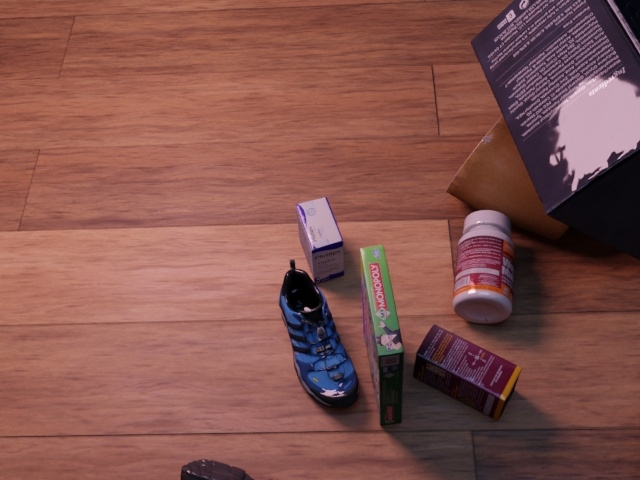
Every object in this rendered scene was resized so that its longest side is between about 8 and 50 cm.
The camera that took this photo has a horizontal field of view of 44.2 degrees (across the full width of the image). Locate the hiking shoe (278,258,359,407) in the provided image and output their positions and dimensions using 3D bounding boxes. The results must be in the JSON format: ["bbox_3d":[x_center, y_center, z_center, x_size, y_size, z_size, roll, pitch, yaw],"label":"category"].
[{"bbox_3d":[-0.016,0.193,1.572,0.113,0.132,0.304,-23,58,-11],"label":"hiking shoe"}]

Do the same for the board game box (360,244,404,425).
[{"bbox_3d":[0.113,0.184,1.458,0.046,0.317,0.213,-9,56,-1],"label":"board game box"}]

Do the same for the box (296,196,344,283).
[{"bbox_3d":[0.000,0.000,1.697,0.072,0.137,0.126,-15,56,-7],"label":"box"}]

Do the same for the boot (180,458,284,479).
[{"bbox_3d":[-0.104,0.521,1.335,0.338,0.118,0.222,11,93,22],"label":"boot"}]

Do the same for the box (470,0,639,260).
[{"bbox_3d":[0.616,-0.246,1.592,0.480,0.297,0.471,19,43,-38],"label":"box"}]

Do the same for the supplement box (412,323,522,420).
[{"bbox_3d":[0.281,0.255,1.528,0.188,0.104,0.080,26,61,19],"label":"supplement box"}]

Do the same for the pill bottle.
[{"bbox_3d":[0.344,0.053,1.649,0.121,0.121,0.221,7,57,8],"label":"pill bottle"}]

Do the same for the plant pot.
[{"bbox_3d":[0.449,-0.125,1.720,0.254,0.237,0.237,38,65,9],"label":"plant pot"}]
